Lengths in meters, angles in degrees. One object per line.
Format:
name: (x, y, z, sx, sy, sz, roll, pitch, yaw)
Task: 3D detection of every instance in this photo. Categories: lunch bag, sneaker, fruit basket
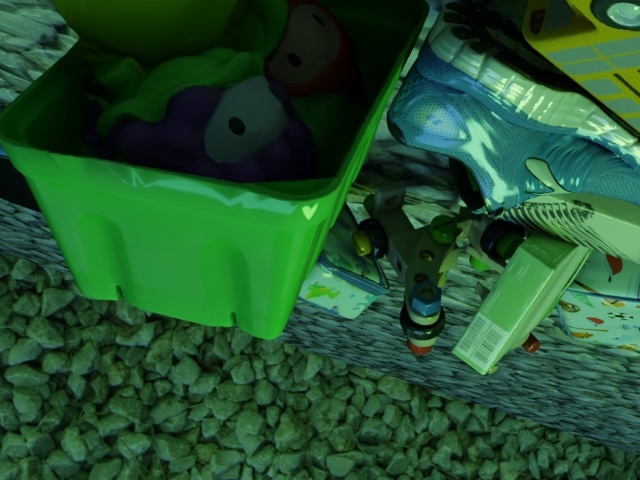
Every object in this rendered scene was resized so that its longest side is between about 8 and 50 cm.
lunch bag: (0.000, 0.000, 1.438, 0.090, 0.219, 0.176, -40, 139, 19)
lunch bag: (0.472, 0.084, 1.453, 0.243, 0.114, 0.303, 5, 163, 23)
sneaker: (0.192, -0.093, 0.905, 0.330, 0.129, 0.147, 19, 128, -33)
fruit basket: (-0.079, -0.165, 0.774, 0.283, 0.391, 0.392, 12, 165, 10)

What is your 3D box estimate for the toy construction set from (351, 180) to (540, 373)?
toy construction set: (0.184, 0.024, 1.384, 0.237, 0.257, 0.309, 51, 178, 37)

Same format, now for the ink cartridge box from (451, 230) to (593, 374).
ink cartridge box: (0.268, 0.054, 1.246, 0.056, 0.171, 0.235, 36, -149, 16)

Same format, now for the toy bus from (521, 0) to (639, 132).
toy bus: (0.268, -0.158, 0.763, 0.333, 0.108, 0.130, 26, 164, -38)

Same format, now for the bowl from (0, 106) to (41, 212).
bowl: (-0.467, -0.115, 1.720, 0.391, 0.077, 0.391, 14, 166, 4)

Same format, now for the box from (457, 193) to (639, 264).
box: (0.305, -0.054, 1.132, 0.275, 0.094, 0.113, 18, 162, -9)
